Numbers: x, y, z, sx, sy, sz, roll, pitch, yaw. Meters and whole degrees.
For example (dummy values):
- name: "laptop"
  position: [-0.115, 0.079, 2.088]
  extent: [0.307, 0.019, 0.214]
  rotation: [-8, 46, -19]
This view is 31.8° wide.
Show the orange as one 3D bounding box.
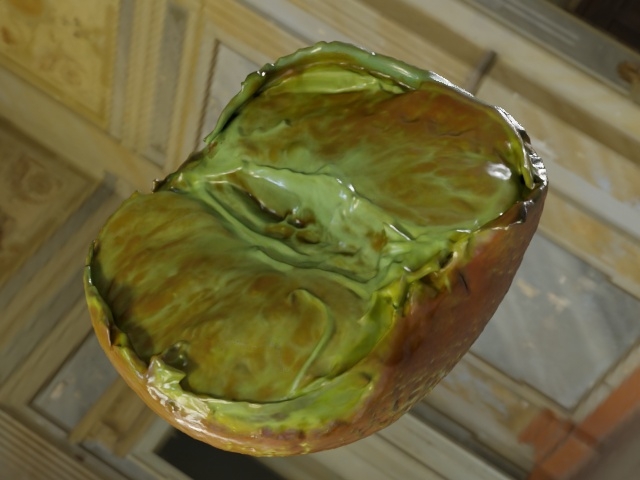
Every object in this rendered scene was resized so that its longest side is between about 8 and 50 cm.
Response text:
- name: "orange"
  position: [0.000, 0.006, 0.808]
  extent: [0.334, 0.263, 0.196]
  rotation: [-52, -19, -18]
